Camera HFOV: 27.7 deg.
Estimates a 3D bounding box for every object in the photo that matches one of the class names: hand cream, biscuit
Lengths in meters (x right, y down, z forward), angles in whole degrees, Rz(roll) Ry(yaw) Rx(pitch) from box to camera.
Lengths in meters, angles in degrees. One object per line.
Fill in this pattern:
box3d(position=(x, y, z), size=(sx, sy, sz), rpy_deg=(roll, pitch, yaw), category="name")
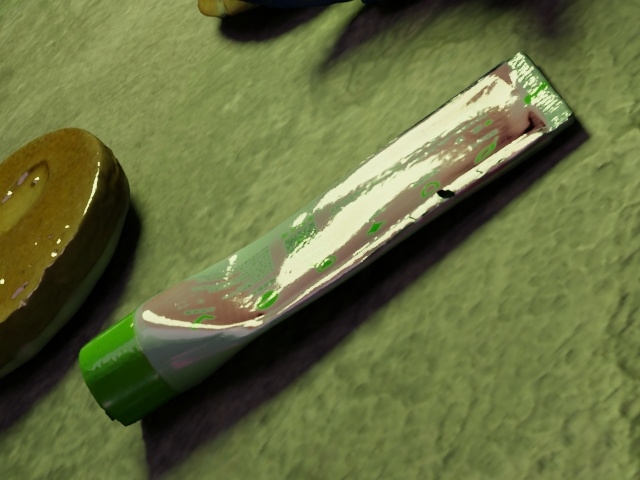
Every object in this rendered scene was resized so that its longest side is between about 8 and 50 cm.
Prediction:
box3d(position=(-0.001, -0.001, 0.655), size=(0.275, 0.050, 0.079), rpy_deg=(-34, 56, 10), category="hand cream")
box3d(position=(-0.200, 0.007, 0.881), size=(0.181, 0.049, 0.208), rpy_deg=(-46, 30, 0), category="biscuit")

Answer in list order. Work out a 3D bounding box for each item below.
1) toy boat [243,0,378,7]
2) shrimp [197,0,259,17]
box3d(position=(0.040, -0.196, 0.753), size=(0.262, 0.114, 0.115), rpy_deg=(-15, 29, 49), category="toy boat")
box3d(position=(-0.054, -0.232, 0.987), size=(0.145, 0.061, 0.267), rpy_deg=(-57, 32, 0), category="shrimp")
